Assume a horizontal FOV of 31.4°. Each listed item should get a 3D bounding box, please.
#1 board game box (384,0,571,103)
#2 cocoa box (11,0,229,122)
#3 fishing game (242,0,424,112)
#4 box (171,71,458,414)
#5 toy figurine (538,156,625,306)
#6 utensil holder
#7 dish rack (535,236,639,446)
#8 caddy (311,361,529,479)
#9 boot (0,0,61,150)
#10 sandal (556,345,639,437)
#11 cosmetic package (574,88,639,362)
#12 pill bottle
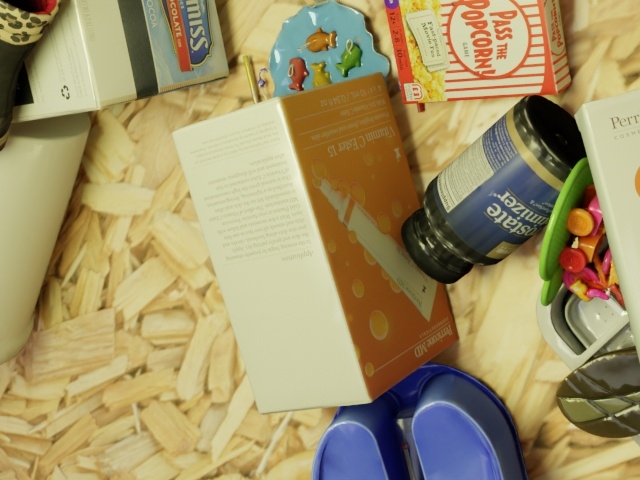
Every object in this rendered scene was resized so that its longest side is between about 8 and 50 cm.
[{"bbox_3d":[0.172,-0.233,1.269,0.193,0.045,0.147,0,113,34],"label":"board game box"},{"bbox_3d":[-0.300,-0.349,1.480,0.231,0.228,0.347,1,107,44],"label":"cocoa box"},{"bbox_3d":[0.004,-0.209,1.431,0.264,0.041,0.189,-7,96,37],"label":"fishing game"},{"bbox_3d":[0.000,0.000,1.336,0.168,0.215,0.345,-12,98,37],"label":"box"},{"bbox_3d":[0.310,0.022,1.117,0.159,0.130,0.173,21,133,22],"label":"toy figurine"},{"bbox_3d":[-0.543,-0.054,1.698,0.327,0.327,0.385,35,114,27],"label":"utensil holder"},{"bbox_3d":[0.412,0.100,1.155,0.333,0.072,0.285,51,123,19],"label":"dish rack"},{"bbox_3d":[0.127,0.317,1.346,0.241,0.179,0.341,-14,89,16],"label":"caddy"},{"bbox_3d":[-0.475,-0.316,1.397,0.377,0.138,0.284,55,137,8],"label":"boot"},{"bbox_3d":[0.340,0.124,1.139,0.219,0.060,0.090,-39,81,20],"label":"sandal"},{"bbox_3d":[0.443,-0.028,0.989,0.377,0.097,0.284,-15,86,8],"label":"cosmetic package"},{"bbox_3d":[0.194,-0.049,1.262,0.219,0.123,0.123,-44,72,34],"label":"pill bottle"}]
